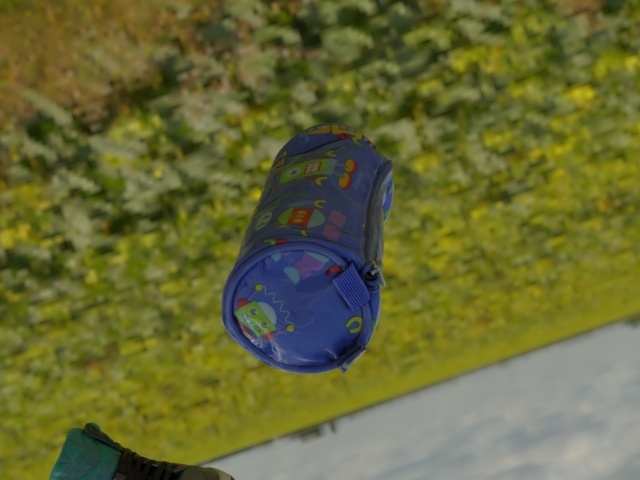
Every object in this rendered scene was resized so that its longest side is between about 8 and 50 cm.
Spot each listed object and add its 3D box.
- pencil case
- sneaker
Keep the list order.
[{"bbox_3d":[0.000,0.000,1.456,0.133,0.119,0.306,-18,-160,13],"label":"pencil case"},{"bbox_3d":[-0.243,0.301,2.130,0.178,0.123,0.295,32,153,-26],"label":"sneaker"}]
